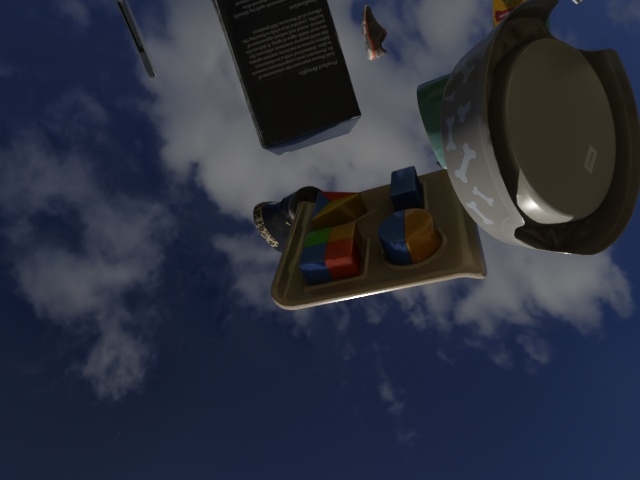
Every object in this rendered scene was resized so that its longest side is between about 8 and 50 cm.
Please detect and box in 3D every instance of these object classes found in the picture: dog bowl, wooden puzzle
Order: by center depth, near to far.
[{"bbox_3d":[0.314,-0.148,0.667,0.348,0.102,0.350,2,-94,-30],"label":"dog bowl"},{"bbox_3d":[0.096,-0.030,0.846,0.322,0.347,0.081,-76,-28,-53],"label":"wooden puzzle"}]

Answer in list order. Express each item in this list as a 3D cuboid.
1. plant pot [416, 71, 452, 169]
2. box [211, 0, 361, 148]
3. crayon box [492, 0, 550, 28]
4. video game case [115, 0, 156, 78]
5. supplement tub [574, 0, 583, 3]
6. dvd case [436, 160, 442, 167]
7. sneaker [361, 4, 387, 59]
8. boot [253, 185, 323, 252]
[{"bbox_3d":[0.423,-0.326,1.238,0.293,0.235,0.293,36,-136,-44],"label":"plant pot"},{"bbox_3d":[-0.095,-0.533,1.440,0.297,0.480,0.473,-16,-82,2],"label":"box"},{"bbox_3d":[0.636,-0.751,1.503,0.081,0.202,0.319,-10,-72,-9],"label":"crayon box"},{"bbox_3d":[-0.524,-0.607,1.292,0.026,0.274,0.196,-22,-139,-8],"label":"video game case"},{"bbox_3d":[0.627,-0.653,1.067,0.116,0.190,0.117,26,-141,-24],"label":"supplement tub"},{"bbox_3d":[0.520,-0.320,1.599,0.029,0.239,0.179,24,-160,-35],"label":"dvd case"},{"bbox_3d":[0.154,-0.589,1.334,0.064,0.061,0.158,-9,-93,0],"label":"sneaker"},{"bbox_3d":[0.000,0.000,1.302,0.377,0.284,0.138,37,-111,-28],"label":"boot"}]
